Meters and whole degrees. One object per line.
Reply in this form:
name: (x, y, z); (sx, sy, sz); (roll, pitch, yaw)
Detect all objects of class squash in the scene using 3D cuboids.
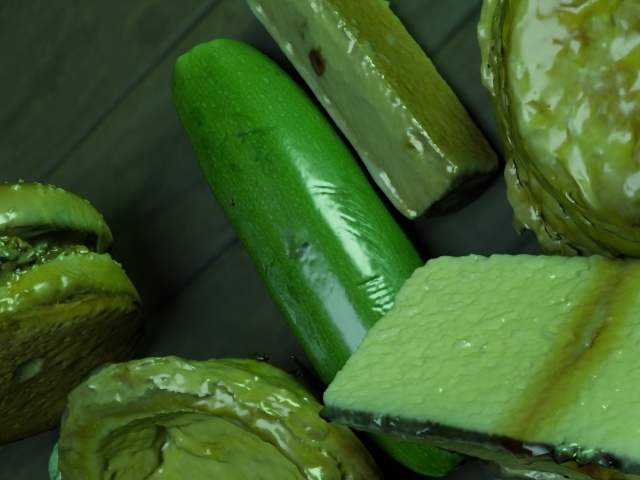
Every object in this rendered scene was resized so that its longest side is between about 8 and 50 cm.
squash: (0.001, 0.000, 1.055); (0.082, 0.082, 0.292); (-42, 68, 28)

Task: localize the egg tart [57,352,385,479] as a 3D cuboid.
egg tart: (-0.045, 0.141, 1.064); (0.212, 0.090, 0.212); (13, 122, 21)

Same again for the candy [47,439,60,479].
candy: (-0.086, 0.185, 1.148); (0.202, 0.061, 0.061); (38, 112, 19)

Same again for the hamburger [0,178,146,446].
hamburger: (-0.205, 0.044, 1.134); (0.182, 0.191, 0.118); (-49, 63, 33)

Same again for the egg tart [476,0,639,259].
egg tart: (0.181, -0.089, 0.905); (0.294, 0.123, 0.294); (-1, 89, 35)

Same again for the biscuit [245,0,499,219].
biscuit: (0.023, -0.092, 1.058); (0.188, 0.052, 0.056); (55, 130, 22)

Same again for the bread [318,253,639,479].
bread: (0.142, 0.112, 0.892); (0.240, 0.135, 0.178); (6, 133, 37)
